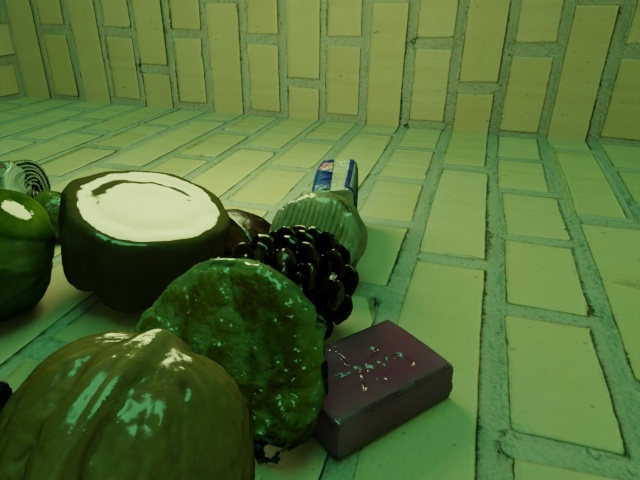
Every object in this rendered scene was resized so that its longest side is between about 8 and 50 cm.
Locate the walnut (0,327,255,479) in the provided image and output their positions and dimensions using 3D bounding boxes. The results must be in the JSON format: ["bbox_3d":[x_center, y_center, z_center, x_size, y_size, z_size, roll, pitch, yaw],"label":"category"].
[{"bbox_3d":[-0.227,0.263,0.593,0.332,0.333,0.333,0,27,0],"label":"walnut"}]

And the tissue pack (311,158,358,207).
[{"bbox_3d":[0.034,-0.096,1.431,0.137,0.209,0.270,5,27,4],"label":"tissue pack"}]

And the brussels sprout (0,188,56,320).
[{"bbox_3d":[-0.733,0.033,1.113,0.314,0.276,0.371,-7,17,15],"label":"brussels sprout"}]

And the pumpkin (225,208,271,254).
[{"bbox_3d":[-0.171,-0.022,1.361,0.169,0.148,0.312,-24,39,-32],"label":"pumpkin"}]

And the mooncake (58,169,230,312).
[{"bbox_3d":[-0.404,-0.005,1.182,0.378,0.201,0.378,14,28,-8],"label":"mooncake"}]

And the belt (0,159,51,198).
[{"bbox_3d":[-0.904,-0.134,1.500,0.150,0.207,0.257,-2,19,1],"label":"belt"}]

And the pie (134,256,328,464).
[{"bbox_3d":[-0.150,0.173,0.835,0.371,0.297,0.078,15,-2,27],"label":"pie"}]

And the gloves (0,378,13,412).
[{"bbox_3d":[-0.662,0.244,0.812,0.312,0.135,0.210,0,12,-5],"label":"gloves"}]

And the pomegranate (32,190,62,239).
[{"bbox_3d":[-0.761,-0.057,1.437,0.152,0.131,0.191,16,38,22],"label":"pomegranate"}]

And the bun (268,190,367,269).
[{"bbox_3d":[0.000,0.000,1.242,0.239,0.239,0.141,6,2,11],"label":"bun"}]

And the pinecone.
[{"bbox_3d":[-0.056,0.086,1.015,0.244,0.244,0.309,25,14,40],"label":"pinecone"}]

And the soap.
[{"bbox_3d":[0.080,0.244,0.898,0.259,0.081,0.181,-16,31,-30],"label":"soap"}]
